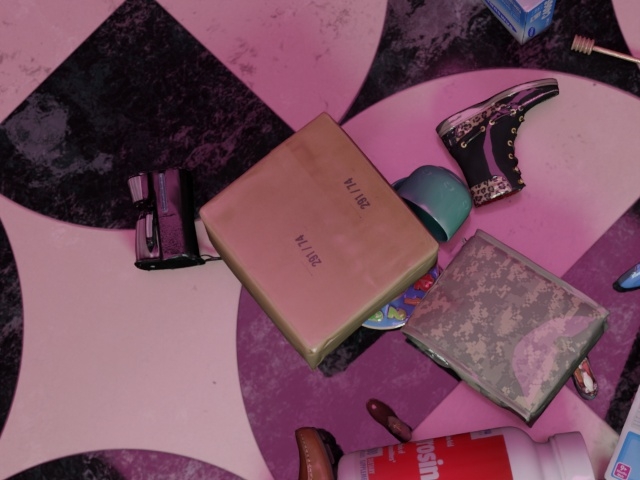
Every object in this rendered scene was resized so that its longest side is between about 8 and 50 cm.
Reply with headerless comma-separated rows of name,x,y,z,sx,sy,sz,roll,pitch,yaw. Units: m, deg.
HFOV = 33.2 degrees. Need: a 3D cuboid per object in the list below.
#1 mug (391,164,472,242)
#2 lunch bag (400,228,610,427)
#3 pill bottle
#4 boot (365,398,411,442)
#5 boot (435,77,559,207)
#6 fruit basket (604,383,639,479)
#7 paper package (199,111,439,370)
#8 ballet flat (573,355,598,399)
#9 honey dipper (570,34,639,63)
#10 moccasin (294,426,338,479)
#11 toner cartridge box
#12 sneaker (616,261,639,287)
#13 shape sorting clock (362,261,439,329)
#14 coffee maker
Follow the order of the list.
mug,0.198,-0.082,1.936,0.158,0.129,0.097,38,78,14
lunch bag,0.313,0.145,1.854,0.287,0.169,0.235,36,86,20
pill bottle,0.245,0.435,1.780,0.408,0.229,0.229,-10,78,4
boot,0.119,0.313,1.877,0.106,0.114,0.037,40,86,12
boot,0.350,-0.179,1.960,0.236,0.085,0.178,-23,79,9
fruit basket,0.658,0.277,1.674,0.327,0.165,0.353,22,90,24
paper package,0.000,0.000,1.874,0.309,0.168,0.325,-39,78,-9
ballet flat,0.460,0.225,1.890,0.041,0.041,0.114,-21,77,3
honey dipper,0.548,-0.349,1.995,0.161,0.030,0.030,17,82,8
moccasin,-0.030,0.515,1.855,0.147,0.139,0.380,-1,88,-2
toner cartridge box,0.297,-0.538,1.994,0.075,0.165,0.348,-38,77,0
sneaker,0.630,0.047,1.889,0.209,0.069,0.082,-25,81,2
shape sorting clock,0.114,0.060,1.964,0.206,0.040,0.206,-1,79,7
coffee maker,-0.270,-0.041,2.006,0.171,0.120,0.178,-1,79,-22
